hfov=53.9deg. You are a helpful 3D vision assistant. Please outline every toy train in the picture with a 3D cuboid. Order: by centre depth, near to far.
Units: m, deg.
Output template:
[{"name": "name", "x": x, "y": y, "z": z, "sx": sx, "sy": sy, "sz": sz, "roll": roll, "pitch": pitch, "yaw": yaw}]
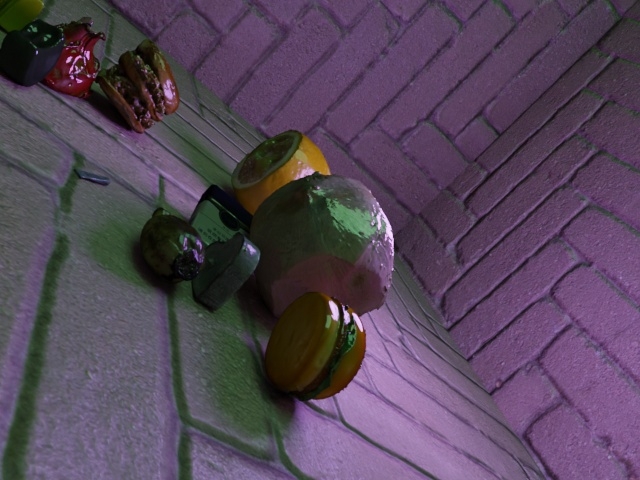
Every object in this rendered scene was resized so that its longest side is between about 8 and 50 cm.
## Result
[{"name": "toy train", "x": -0.936, "y": -0.763, "z": 1.772, "sx": 0.442, "sy": 0.179, "sz": 0.272, "roll": 54, "pitch": 7, "yaw": 36}]

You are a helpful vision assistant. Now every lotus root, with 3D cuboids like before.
[{"name": "lotus root", "x": -0.320, "y": 0.008, "z": 1.353, "sx": 0.138, "sy": 0.138, "sz": 0.214, "roll": 35, "pitch": 13, "yaw": -41}]

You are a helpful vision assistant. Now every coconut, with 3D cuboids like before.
[{"name": "coconut", "x": 0.000, "y": 0.000, "z": 1.648, "sx": 0.404, "sy": 0.404, "sz": 0.404, "roll": 43, "pitch": 12, "yaw": -11}]

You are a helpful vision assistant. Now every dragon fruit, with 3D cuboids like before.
[{"name": "dragon fruit", "x": -0.671, "y": -0.505, "z": 1.723, "sx": 0.134, "sy": 0.212, "sz": 0.262, "roll": 40, "pitch": 17, "yaw": 11}]

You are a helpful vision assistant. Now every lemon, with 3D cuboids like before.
[{"name": "lemon", "x": -0.109, "y": -0.179, "z": 2.204, "sx": 0.364, "sy": 0.364, "sz": 0.364, "roll": 43, "pitch": 12, "yaw": -11}]

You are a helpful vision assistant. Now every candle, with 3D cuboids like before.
[{"name": "candle", "x": -0.226, "y": 0.072, "z": 1.427, "sx": 0.068, "sy": 0.192, "sz": 0.169, "roll": 39, "pitch": 57, "yaw": -28}]

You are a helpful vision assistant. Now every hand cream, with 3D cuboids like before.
[{"name": "hand cream", "x": -0.520, "y": -0.146, "z": 1.446, "sx": 0.030, "sy": 0.019, "sz": 0.093, "roll": 49, "pitch": 15, "yaw": 26}]

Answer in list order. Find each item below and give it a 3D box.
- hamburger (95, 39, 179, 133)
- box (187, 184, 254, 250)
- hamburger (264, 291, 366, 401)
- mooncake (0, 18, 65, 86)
[{"name": "hamburger", "x": -0.540, "y": -0.458, "z": 1.891, "sx": 0.245, "sy": 0.211, "sz": 0.260, "roll": 56, "pitch": -10, "yaw": 15}, {"name": "box", "x": -0.262, "y": -0.023, "z": 1.640, "sx": 0.168, "sy": 0.071, "sz": 0.259, "roll": 40, "pitch": 29, "yaw": -19}, {"name": "hamburger", "x": 0.001, "y": 0.241, "z": 1.377, "sx": 0.170, "sy": 0.246, "sz": 0.246, "roll": 29, "pitch": 18, "yaw": -27}, {"name": "mooncake", "x": -0.707, "y": -0.467, "z": 1.541, "sx": 0.104, "sy": 0.168, "sz": 0.175, "roll": 41, "pitch": -3, "yaw": -14}]
